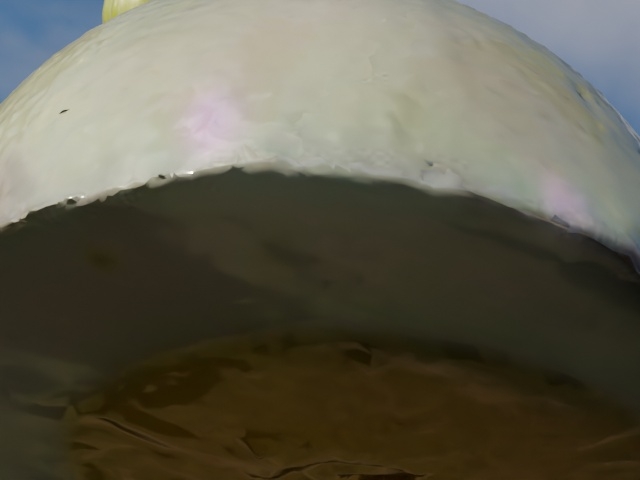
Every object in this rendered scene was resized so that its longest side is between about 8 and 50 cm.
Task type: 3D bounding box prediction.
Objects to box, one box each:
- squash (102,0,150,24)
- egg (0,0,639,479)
[{"bbox_3d":[-0.097,-0.206,1.395,0.137,0.287,0.137,23,-40,21],"label":"squash"},{"bbox_3d":[0.000,0.000,0.734,0.337,0.201,0.337,3,-34,2],"label":"egg"}]
